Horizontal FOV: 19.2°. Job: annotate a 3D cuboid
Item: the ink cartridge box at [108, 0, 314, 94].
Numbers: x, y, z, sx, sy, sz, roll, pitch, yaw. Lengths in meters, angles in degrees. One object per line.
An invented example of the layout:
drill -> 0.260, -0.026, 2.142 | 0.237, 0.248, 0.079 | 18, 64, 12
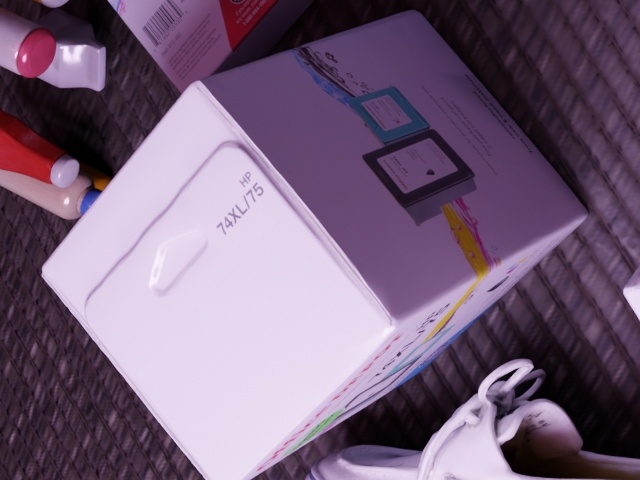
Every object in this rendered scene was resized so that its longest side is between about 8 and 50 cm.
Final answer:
ink cartridge box -> -0.095, -0.212, 1.375 | 0.175, 0.072, 0.127 | 52, 126, 9

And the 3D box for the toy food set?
toy food set -> -0.195, -0.098, 1.429 | 0.104, 0.111, 0.232 | 26, 132, 23

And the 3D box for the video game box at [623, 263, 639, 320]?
video game box -> 0.314, 0.081, 1.162 | 0.187, 0.048, 0.205 | -14, 116, 45

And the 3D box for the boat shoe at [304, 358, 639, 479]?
boat shoe -> 0.135, 0.152, 1.286 | 0.367, 0.136, 0.156 | 9, 104, 44

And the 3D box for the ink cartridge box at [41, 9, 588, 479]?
ink cartridge box -> 0.000, 0.000, 1.256 | 0.197, 0.270, 0.198 | 51, 126, 10
